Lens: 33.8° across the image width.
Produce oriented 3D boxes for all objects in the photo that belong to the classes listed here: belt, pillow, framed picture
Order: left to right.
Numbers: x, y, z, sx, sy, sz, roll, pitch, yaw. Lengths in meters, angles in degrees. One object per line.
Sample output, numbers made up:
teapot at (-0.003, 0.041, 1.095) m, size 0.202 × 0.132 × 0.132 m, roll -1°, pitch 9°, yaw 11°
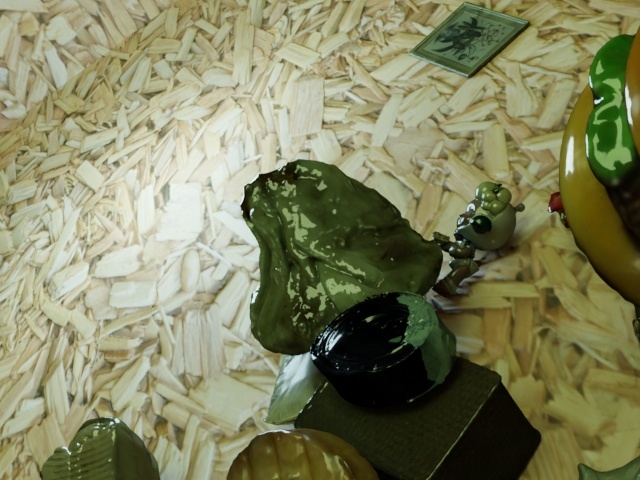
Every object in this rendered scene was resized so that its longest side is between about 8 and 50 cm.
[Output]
pillow at (-0.011, 0.193, 1.671) m, size 0.128 × 0.051 × 0.229 m, roll -13°, pitch 39°, yaw 29°
belt at (0.086, 0.140, 1.365) m, size 0.198 × 0.078 × 0.151 m, roll -6°, pitch 40°, yaw 44°
framed picture at (0.299, -0.411, 2.140) m, size 0.173 × 0.010 × 0.231 m, roll -43°, pitch 34°, yaw -7°

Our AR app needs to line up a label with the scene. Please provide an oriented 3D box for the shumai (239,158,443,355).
shumai at (0.000, 0.000, 1.580) m, size 0.309 × 0.263 × 0.304 m, roll -33°, pitch 8°, yaw -23°

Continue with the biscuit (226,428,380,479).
biscuit at (-0.017, 0.382, 1.320) m, size 0.296 × 0.102 × 0.296 m, roll -9°, pitch 77°, yaw 46°

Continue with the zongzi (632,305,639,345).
zongzi at (0.509, 0.045, 1.324) m, size 0.241 × 0.111 × 0.248 m, roll -13°, pitch 45°, yaw 20°

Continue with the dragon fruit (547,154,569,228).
dragon fruit at (0.442, -0.112, 1.495) m, size 0.268 × 0.210 × 0.205 m, roll -46°, pitch 46°, yaw 23°

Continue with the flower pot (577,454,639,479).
flower pot at (0.357, 0.330, 1.064) m, size 0.367 × 0.164 × 0.254 m, roll -34°, pitch 39°, yaw 6°

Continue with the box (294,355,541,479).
box at (0.126, 0.249, 1.394) m, size 0.273 × 0.143 × 0.184 m, roll 13°, pitch 59°, yaw 50°

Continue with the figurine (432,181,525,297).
figurine at (0.233, -0.005, 1.641) m, size 0.197 × 0.093 × 0.147 m, roll -46°, pitch -1°, yaw -10°

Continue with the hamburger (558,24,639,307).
hamburger at (0.479, -0.114, 1.198) m, size 0.396 × 0.395 × 0.277 m, roll -59°, pitch -1°, yaw -29°

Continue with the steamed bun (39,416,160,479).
steamed bun at (-0.332, 0.393, 1.654) m, size 0.211 × 0.144 × 0.218 m, roll -23°, pitch 66°, yaw 34°
